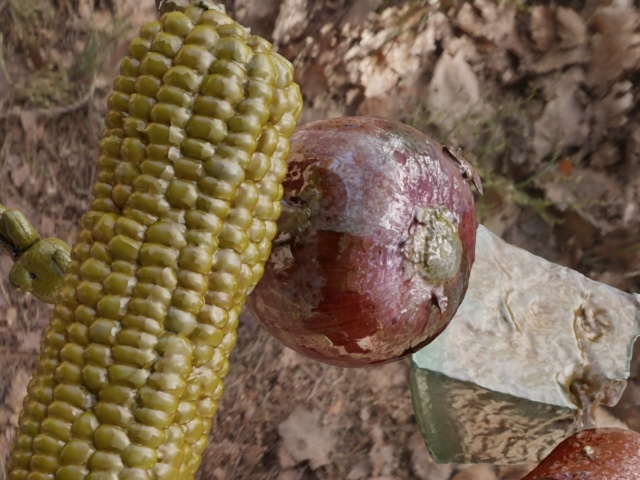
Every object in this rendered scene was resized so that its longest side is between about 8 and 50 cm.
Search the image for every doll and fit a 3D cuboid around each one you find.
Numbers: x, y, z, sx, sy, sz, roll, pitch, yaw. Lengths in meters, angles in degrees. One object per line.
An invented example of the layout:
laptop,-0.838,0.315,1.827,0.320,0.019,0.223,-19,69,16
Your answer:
doll,-0.434,0.016,1.692,0.209,0.137,0.097,36,61,14

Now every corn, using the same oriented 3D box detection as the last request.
corn,-0.086,0.037,0.577,0.102,0.102,0.313,18,83,-8

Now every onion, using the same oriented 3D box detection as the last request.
onion,0.000,0.000,0.741,0.159,0.195,0.159,-1,92,-50

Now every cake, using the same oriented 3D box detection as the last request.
cake,0.293,0.343,1.243,0.151,0.177,0.283,-33,110,-49

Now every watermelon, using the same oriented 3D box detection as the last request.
watermelon,0.218,0.139,1.419,0.302,0.151,0.264,23,50,-6
